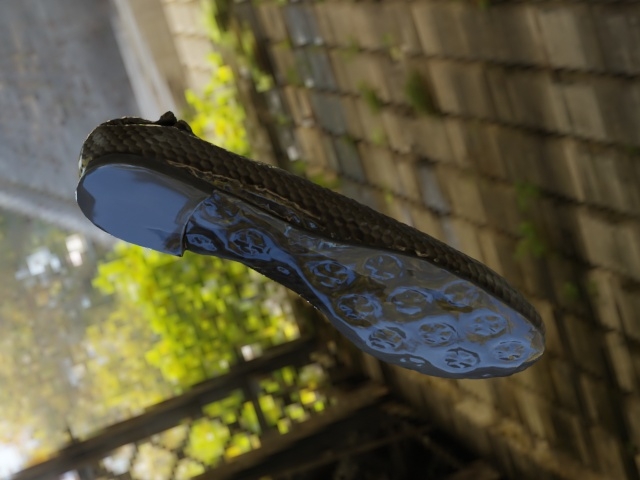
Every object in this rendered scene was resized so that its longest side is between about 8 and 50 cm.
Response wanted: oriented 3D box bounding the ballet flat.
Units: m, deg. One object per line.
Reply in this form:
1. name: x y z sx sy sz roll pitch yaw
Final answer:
1. ballet flat: 0.000 0.000 0.850 0.058 0.250 0.084 -81 -162 -44
